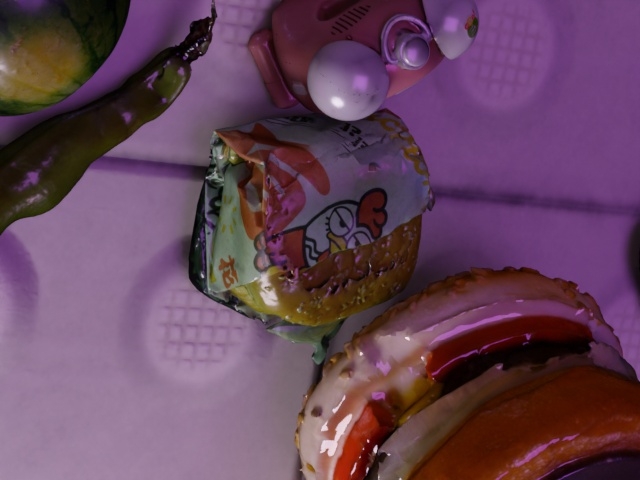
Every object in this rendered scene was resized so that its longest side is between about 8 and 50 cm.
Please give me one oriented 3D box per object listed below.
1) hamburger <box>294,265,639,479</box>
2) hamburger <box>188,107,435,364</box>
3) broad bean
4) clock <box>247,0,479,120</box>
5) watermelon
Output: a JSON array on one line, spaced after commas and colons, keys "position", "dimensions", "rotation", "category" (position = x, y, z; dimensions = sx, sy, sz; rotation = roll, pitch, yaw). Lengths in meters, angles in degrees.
[{"position": [0.152, 0.193, 1.660], "dimensions": [0.330, 0.250, 0.330], "rotation": [-21, 140, -19], "category": "hamburger"}, {"position": [-0.001, 0.003, 1.610], "dimensions": [0.214, 0.125, 0.235], "rotation": [-3, 103, -30], "category": "hamburger"}, {"position": [-0.205, -0.080, 1.486], "dimensions": [0.318, 0.056, 0.098], "rotation": [-44, 159, -14], "category": "broad bean"}, {"position": [0.036, -0.171, 1.566], "dimensions": [0.166, 0.162, 0.093], "rotation": [-34, 117, -22], "category": "clock"}, {"position": [-0.234, -0.203, 1.402], "dimensions": [0.204, 0.127, 0.232], "rotation": [-36, 117, -21], "category": "watermelon"}]
